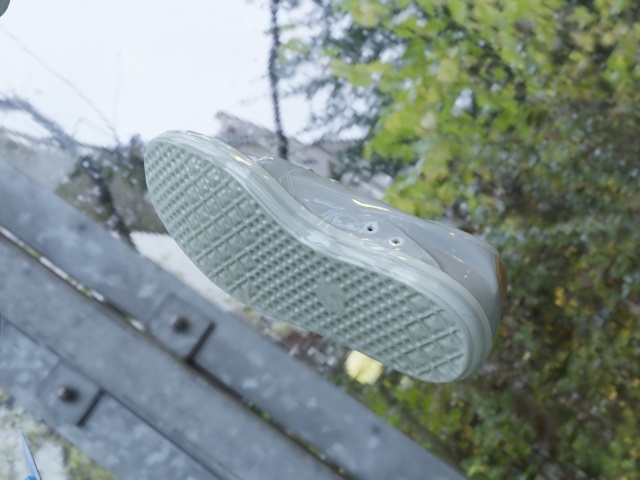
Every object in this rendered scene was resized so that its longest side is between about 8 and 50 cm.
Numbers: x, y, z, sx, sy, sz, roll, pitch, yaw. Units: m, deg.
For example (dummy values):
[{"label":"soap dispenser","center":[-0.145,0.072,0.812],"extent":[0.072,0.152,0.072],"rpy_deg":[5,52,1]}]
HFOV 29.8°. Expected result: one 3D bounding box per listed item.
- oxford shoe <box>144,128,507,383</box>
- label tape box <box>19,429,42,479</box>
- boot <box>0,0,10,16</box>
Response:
[{"label":"oxford shoe","center":[0.000,0.000,1.226],"extent":[0.130,0.449,0.169],"rpy_deg":[-37,-40,-39]},{"label":"label tape box","center":[-0.336,0.428,1.395],"extent":[0.106,0.240,0.333],"rpy_deg":[-17,-62,-18]},{"label":"boot","center":[-0.405,-0.230,1.148],"extent":[0.176,0.088,0.244],"rpy_deg":[-21,2,-33]}]
